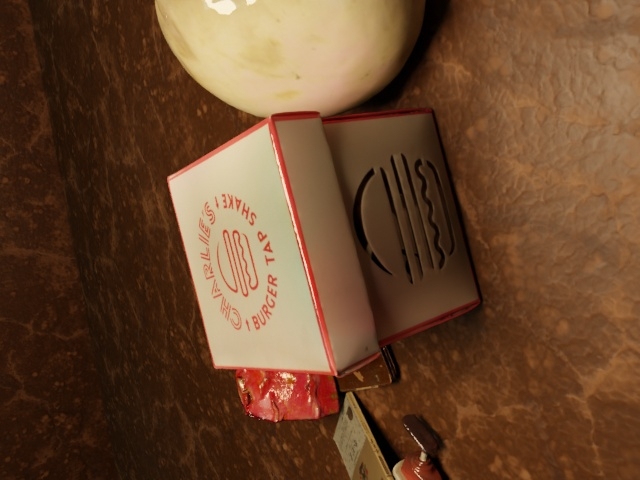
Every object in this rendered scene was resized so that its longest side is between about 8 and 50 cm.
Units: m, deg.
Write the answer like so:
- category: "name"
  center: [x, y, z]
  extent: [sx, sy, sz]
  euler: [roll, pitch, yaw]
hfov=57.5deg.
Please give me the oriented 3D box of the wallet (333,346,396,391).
- category: "wallet"
  center: [0.072, 0.227, 1.070]
  extent: [0.176, 0.026, 0.095]
  euler: [-32, 74, 53]

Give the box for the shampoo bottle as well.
- category: "shampoo bottle"
  center: [0.159, 0.438, 1.000]
  extent: [0.153, 0.071, 0.284]
  euler: [35, 125, 48]

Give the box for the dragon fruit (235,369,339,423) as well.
- category: "dragon fruit"
  center: [-0.082, 0.263, 1.187]
  extent: [0.262, 0.163, 0.189]
  euler: [13, 82, 58]

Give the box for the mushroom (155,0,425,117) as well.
- category: "mushroom"
  center: [-0.051, -0.339, 0.786]
  extent: [0.353, 0.325, 0.353]
  euler: [35, 133, 48]

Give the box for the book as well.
- category: "book"
  center: [0.075, 0.400, 1.081]
  extent: [0.198, 0.016, 0.138]
  euler: [-119, 34, -49]

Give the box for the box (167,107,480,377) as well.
- category: "box"
  center: [0.000, 0.000, 0.858]
  extent: [0.312, 0.300, 0.314]
  euler: [-14, 90, 53]
